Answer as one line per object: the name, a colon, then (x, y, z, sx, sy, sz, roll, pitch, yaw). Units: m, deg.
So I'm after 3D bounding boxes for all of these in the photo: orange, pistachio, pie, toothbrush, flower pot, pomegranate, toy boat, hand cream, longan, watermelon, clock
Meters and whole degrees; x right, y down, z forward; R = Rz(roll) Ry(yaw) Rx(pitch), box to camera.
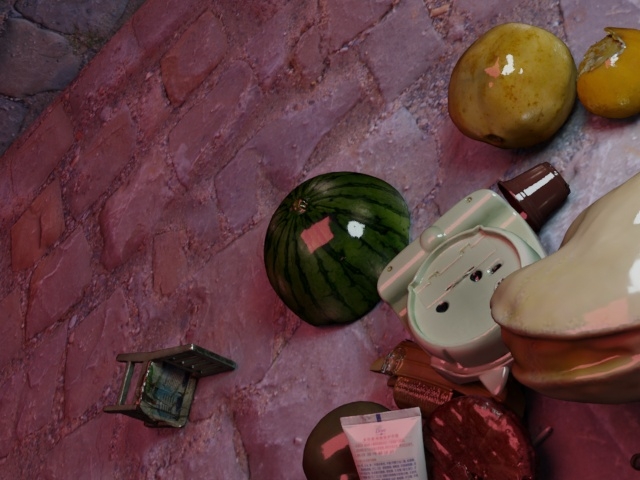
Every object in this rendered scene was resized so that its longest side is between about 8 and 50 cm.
orange: (0.494, -0.281, 1.689, 0.157, 0.134, 0.156, -18, 53, 25)
pistachio: (0.437, 0.054, 1.363, 0.446, 0.281, 0.365, -27, 12, -9)
pie: (0.239, 0.339, 1.556, 0.218, 0.054, 0.204, -50, 60, 38)
toothbrush: (0.303, 0.347, 1.580, 0.162, 0.014, 0.017, -47, 58, 14)
flower pot: (0.368, -0.083, 1.728, 0.089, 0.111, 0.111, -38, 40, 3)
pomegranate: (0.338, -0.266, 1.787, 0.233, 0.233, 0.233, -27, 48, 34)
toy boat: (0.204, 0.248, 1.689, 0.310, 0.089, 0.115, 13, 67, 51)
hand cream: (0.115, 0.387, 1.600, 0.133, 0.083, 0.247, -10, 94, 19)
longan: (0.063, 0.358, 1.714, 0.189, 0.189, 0.189, -27, 48, 34)
watermelon: (0.000, 0.000, 2.013, 0.331, 0.189, 0.330, -34, 42, 37)
clock: (0.252, 0.090, 1.611, 0.265, 0.109, 0.324, -42, 39, 10)

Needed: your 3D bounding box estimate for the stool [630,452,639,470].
stool: (0.484, 0.275, 1.345, 0.125, 0.121, 0.217, -22, 56, 40)

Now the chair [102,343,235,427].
chair: (-0.328, 0.320, 2.193, 0.270, 0.136, 0.147, -10, 60, 42)
